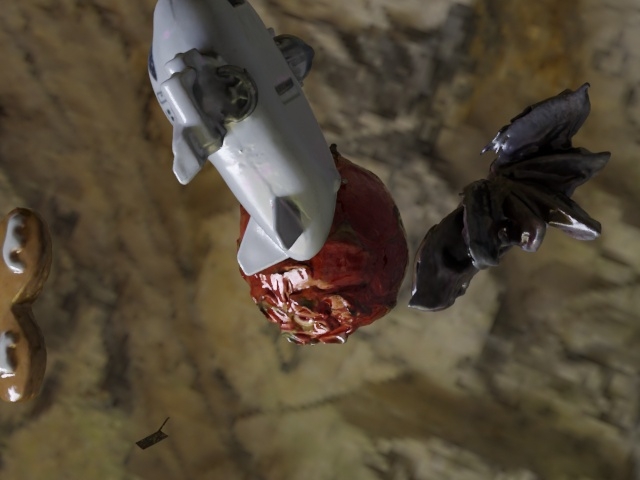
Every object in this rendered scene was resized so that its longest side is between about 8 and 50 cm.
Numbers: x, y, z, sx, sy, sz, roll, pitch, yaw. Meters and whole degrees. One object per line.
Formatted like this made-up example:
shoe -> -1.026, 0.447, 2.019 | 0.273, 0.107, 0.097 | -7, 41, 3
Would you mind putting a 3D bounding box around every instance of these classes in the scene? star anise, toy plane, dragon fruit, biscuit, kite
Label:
star anise -> 0.181, -0.032, 1.789 | 0.283, 0.129, 0.212 | -45, 6, -24
toy plane -> -0.063, -0.097, 1.537 | 0.252, 0.118, 0.252 | 48, -151, -38
dragon fruit -> 0.002, 0.010, 2.409 | 0.252, 0.241, 0.241 | -95, 11, -57
biscuit -> -0.392, 0.064, 1.876 | 0.047, 0.340, 0.216 | 1, -85, -48
kite -> -0.202, 0.234, 2.251 | 0.078, 0.044, 0.002 | -102, -9, -74
